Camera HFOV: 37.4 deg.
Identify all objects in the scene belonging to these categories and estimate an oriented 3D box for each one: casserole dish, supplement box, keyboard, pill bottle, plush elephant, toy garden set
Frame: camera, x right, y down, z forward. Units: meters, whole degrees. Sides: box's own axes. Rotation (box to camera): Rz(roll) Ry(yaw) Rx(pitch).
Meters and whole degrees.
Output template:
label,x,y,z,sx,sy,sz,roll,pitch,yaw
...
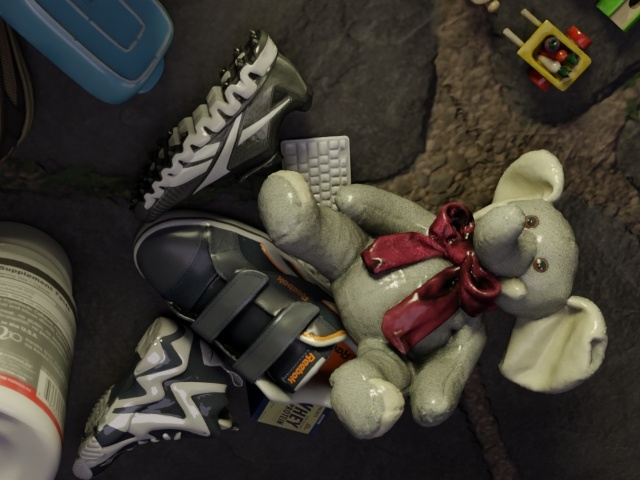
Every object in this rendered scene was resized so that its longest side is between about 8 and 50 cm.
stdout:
label,x,y,z,sx,sy,sz,roll,pitch,yaw
casserole dish,-0.202,-0.205,0.834,0.188,0.037,0.114,42,64,-32
supplement box,-0.038,0.174,1.118,0.083,0.083,0.056,19,118,-22
keyboard,0.000,0.000,1.056,0.072,0.014,0.255,-7,123,-6
pill bottle,-0.320,0.111,0.907,0.161,0.283,0.161,-4,123,-7
plush elephant,0.146,0.036,0.961,0.255,0.271,0.330,-30,155,23
toy garden set,0.226,-0.270,0.902,0.244,0.049,0.204,33,111,-27

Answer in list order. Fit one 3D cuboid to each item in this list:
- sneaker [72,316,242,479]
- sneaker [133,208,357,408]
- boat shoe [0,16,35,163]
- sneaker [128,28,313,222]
label,x,y,z,sx,sy,sz,roll,pitch,yaw
sneaker,-0.179,0.213,1.111,0.153,0.094,0.235,30,103,-16
sneaker,-0.057,0.083,1.026,0.321,0.127,0.126,29,117,-20
boat shoe,-0.330,-0.211,0.791,0.132,0.130,0.355,-15,124,-1
sneaker,-0.094,-0.090,0.943,0.106,0.078,0.234,35,109,-24
